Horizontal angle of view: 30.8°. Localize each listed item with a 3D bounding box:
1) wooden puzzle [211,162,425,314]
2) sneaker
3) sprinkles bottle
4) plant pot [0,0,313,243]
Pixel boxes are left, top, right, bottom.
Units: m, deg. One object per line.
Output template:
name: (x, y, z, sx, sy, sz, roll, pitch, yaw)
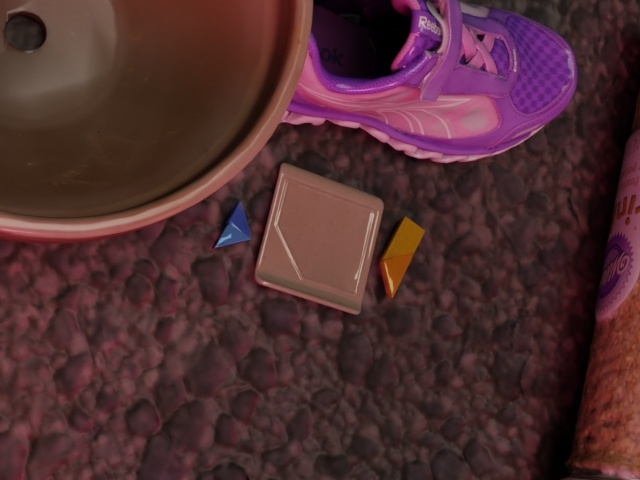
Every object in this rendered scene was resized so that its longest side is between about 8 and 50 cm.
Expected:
wooden puzzle: (0.000, 0.000, 0.648, 0.116, 0.014, 0.078, 26, 69, -21)
sneaker: (0.053, -0.101, 0.635, 0.237, 0.104, 0.095, 4, 81, -27)
sprinkles bottle: (0.226, 0.030, 0.693, 0.121, 0.121, 0.355, 20, 75, -22)
plant pot: (-0.131, -0.110, 0.539, 0.238, 0.110, 0.237, 4, 80, -22)
